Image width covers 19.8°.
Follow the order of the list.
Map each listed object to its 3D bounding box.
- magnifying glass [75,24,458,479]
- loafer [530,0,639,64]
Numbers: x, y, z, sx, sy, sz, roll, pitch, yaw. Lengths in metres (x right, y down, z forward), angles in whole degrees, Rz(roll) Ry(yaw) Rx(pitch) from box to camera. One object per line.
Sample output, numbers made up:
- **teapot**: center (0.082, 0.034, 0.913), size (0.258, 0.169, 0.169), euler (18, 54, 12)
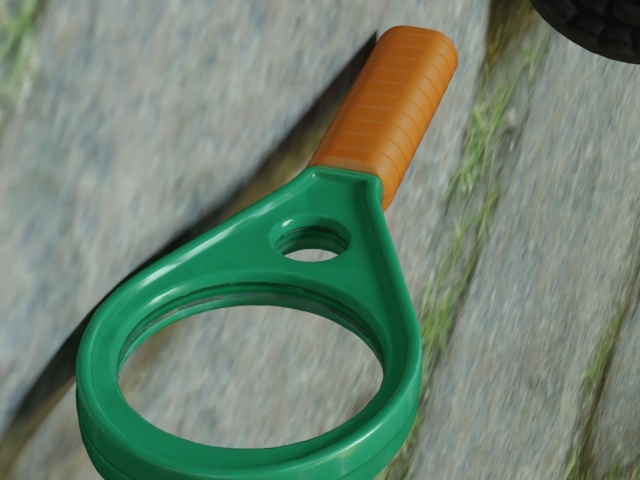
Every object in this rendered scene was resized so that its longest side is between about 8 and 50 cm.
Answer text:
- **magnifying glass**: center (0.000, 0.000, 0.543), size (0.231, 0.092, 0.026), euler (-63, 158, -49)
- **loafer**: center (0.180, -0.249, 0.709), size (0.366, 0.134, 0.130), euler (-64, 169, 22)
